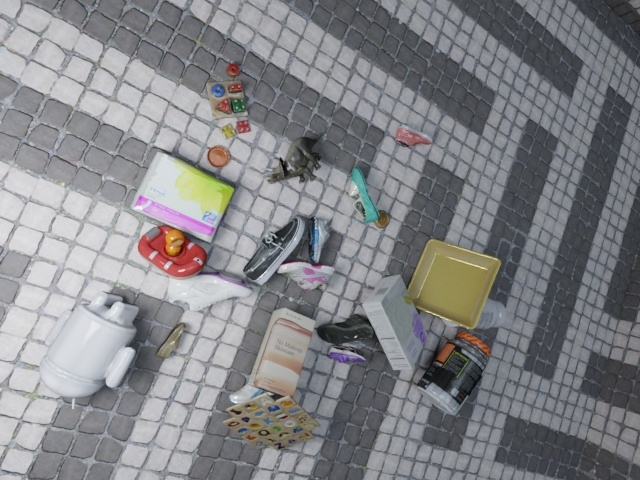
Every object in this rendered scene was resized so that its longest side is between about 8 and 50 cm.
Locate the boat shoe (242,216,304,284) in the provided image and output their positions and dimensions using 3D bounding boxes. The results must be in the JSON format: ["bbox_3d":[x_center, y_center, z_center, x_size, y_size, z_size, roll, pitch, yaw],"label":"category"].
[{"bbox_3d":[-0.183,0.019,1.566,0.306,0.113,0.105,-51,123,-5],"label":"boat shoe"}]

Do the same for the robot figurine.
[{"bbox_3d":[-0.730,0.340,1.290,0.300,0.199,0.353,26,79,16],"label":"robot figurine"}]

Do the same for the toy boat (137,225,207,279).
[{"bbox_3d":[-0.492,0.021,1.372,0.231,0.151,0.151,34,47,3],"label":"toy boat"}]

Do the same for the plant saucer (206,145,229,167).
[{"bbox_3d":[-0.384,-0.313,1.527,0.084,0.013,0.083,-1,92,-24],"label":"plant saucer"}]

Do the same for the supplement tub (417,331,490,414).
[{"bbox_3d":[0.617,0.601,1.867,0.207,0.207,0.338,46,75,-17],"label":"supplement tub"}]

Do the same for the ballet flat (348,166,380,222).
[{"bbox_3d":[0.169,-0.186,1.732,0.087,0.083,0.247,-25,99,-6],"label":"ballet flat"}]

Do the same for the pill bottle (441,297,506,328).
[{"bbox_3d":[0.726,0.339,1.933,0.284,0.160,0.160,9,87,-24],"label":"pill bottle"}]

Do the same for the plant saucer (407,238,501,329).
[{"bbox_3d":[0.588,0.194,1.829,0.332,0.333,0.081,-64,148,-10],"label":"plant saucer"}]

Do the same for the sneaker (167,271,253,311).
[{"bbox_3d":[-0.403,0.187,1.492,0.306,0.114,0.151,10,99,-17],"label":"sneaker"}]

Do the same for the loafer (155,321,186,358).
[{"bbox_3d":[-0.527,0.359,1.460,0.050,0.056,0.148,40,86,-20],"label":"loafer"}]

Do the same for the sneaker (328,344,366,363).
[{"bbox_3d":[0.111,0.492,1.738,0.170,0.068,0.071,16,100,-14],"label":"sneaker"}]

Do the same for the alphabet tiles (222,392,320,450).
[{"bbox_3d":[-0.179,0.684,1.521,0.285,0.011,0.342,-26,123,14],"label":"alphabet tiles"}]

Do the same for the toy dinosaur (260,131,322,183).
[{"bbox_3d":[-0.076,-0.327,1.602,0.160,0.121,0.313,41,80,-32],"label":"toy dinosaur"}]

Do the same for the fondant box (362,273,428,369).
[{"bbox_3d":[0.327,0.345,1.742,0.238,0.096,0.330,-40,109,-50],"label":"fondant box"}]

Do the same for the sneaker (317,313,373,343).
[{"bbox_3d":[0.105,0.372,1.719,0.228,0.130,0.087,-8,100,5],"label":"sneaker"}]

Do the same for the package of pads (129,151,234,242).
[{"bbox_3d":[-0.480,-0.153,1.441,0.297,0.101,0.228,25,82,-22],"label":"package of pads"}]

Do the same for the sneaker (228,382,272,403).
[{"bbox_3d":[-0.245,0.562,1.571,0.229,0.087,0.092,-10,88,-30],"label":"sneaker"}]

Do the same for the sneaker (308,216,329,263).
[{"bbox_3d":[0.000,0.000,1.669,0.083,0.071,0.190,3,90,-29],"label":"sneaker"}]

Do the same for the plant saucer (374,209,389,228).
[{"bbox_3d":[0.275,-0.094,1.811,0.084,0.015,0.083,0,91,-23],"label":"plant saucer"}]

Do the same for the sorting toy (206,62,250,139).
[{"bbox_3d":[-0.344,-0.521,1.522,0.133,0.046,0.274,-13,97,-22],"label":"sorting toy"}]

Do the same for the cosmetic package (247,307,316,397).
[{"bbox_3d":[-0.143,0.423,1.539,0.153,0.129,0.295,26,64,-19],"label":"cosmetic package"}]

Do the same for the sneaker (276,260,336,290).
[{"bbox_3d":[-0.060,0.143,1.626,0.253,0.103,0.111,10,85,-22],"label":"sneaker"}]

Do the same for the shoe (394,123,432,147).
[{"bbox_3d":[0.420,-0.452,1.843,0.178,0.063,0.081,20,84,-17],"label":"shoe"}]
